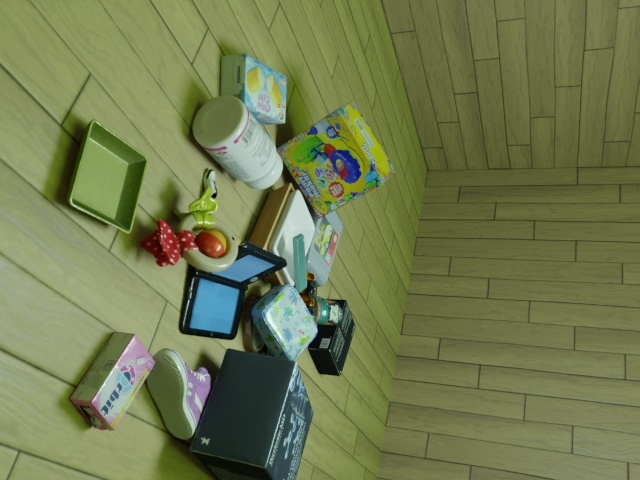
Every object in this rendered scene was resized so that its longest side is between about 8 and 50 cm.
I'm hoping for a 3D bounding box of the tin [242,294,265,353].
[{"bbox_3d":[-0.211,0.269,1.894,0.106,0.040,0.189,-13,104,-63],"label":"tin"}]

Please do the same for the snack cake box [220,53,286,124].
[{"bbox_3d":[-0.199,-0.453,1.802,0.264,0.089,0.152,0,91,-67],"label":"snack cake box"}]

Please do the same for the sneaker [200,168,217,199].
[{"bbox_3d":[-0.301,-0.144,1.636,0.040,0.044,0.109,30,62,-63],"label":"sneaker"}]

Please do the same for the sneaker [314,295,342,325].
[{"bbox_3d":[0.028,0.266,2.224,0.302,0.121,0.108,108,-12,-86],"label":"sneaker"}]

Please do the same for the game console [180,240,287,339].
[{"bbox_3d":[-0.233,0.149,1.668,0.293,0.250,0.173,30,38,-65],"label":"game console"}]

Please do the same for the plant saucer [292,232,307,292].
[{"bbox_3d":[-0.066,0.076,1.947,0.067,0.018,0.192,-32,121,-63],"label":"plant saucer"}]

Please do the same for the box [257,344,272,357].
[{"bbox_3d":[-0.160,0.374,1.958,0.062,0.083,0.052,9,81,-67],"label":"box"}]

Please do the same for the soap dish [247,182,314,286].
[{"bbox_3d":[-0.129,-0.011,1.963,0.229,0.118,0.291,67,32,-45],"label":"soap dish"}]

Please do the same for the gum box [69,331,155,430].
[{"bbox_3d":[-0.448,0.305,1.279,0.188,0.062,0.107,-66,149,-43],"label":"gum box"}]

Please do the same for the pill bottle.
[{"bbox_3d":[-0.222,-0.265,1.665,0.283,0.160,0.160,49,47,-59],"label":"pill bottle"}]

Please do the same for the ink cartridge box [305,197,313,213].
[{"bbox_3d":[-0.003,-0.182,2.318,0.127,0.072,0.175,-12,102,-67],"label":"ink cartridge box"}]

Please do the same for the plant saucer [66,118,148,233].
[{"bbox_3d":[-0.457,-0.130,1.251,0.188,0.045,0.188,42,53,-62],"label":"plant saucer"}]

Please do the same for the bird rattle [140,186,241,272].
[{"bbox_3d":[-0.295,-0.008,1.444,0.207,0.143,0.253,36,30,-10],"label":"bird rattle"}]

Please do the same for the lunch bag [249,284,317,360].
[{"bbox_3d":[-0.114,0.258,1.880,0.176,0.090,0.219,-46,116,-36],"label":"lunch bag"}]

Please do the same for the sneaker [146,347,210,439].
[{"bbox_3d":[-0.349,0.347,1.494,0.161,0.102,0.282,-63,158,-52],"label":"sneaker"}]

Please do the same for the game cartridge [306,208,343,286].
[{"bbox_3d":[0.000,0.000,2.199,0.196,0.060,0.294,49,50,-48],"label":"game cartridge"}]

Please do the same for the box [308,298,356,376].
[{"bbox_3d":[0.053,0.400,2.456,0.261,0.103,0.184,-68,147,-42],"label":"box"}]

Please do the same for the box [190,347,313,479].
[{"bbox_3d":[-0.175,0.535,1.682,0.395,0.212,0.293,79,23,-53],"label":"box"}]

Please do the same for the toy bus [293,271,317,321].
[{"bbox_3d":[-0.078,0.232,2.095,0.211,0.149,0.220,61,33,-74],"label":"toy bus"}]

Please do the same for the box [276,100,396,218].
[{"bbox_3d":[0.056,-0.280,2.060,0.290,0.279,0.177,57,30,-8],"label":"box"}]
